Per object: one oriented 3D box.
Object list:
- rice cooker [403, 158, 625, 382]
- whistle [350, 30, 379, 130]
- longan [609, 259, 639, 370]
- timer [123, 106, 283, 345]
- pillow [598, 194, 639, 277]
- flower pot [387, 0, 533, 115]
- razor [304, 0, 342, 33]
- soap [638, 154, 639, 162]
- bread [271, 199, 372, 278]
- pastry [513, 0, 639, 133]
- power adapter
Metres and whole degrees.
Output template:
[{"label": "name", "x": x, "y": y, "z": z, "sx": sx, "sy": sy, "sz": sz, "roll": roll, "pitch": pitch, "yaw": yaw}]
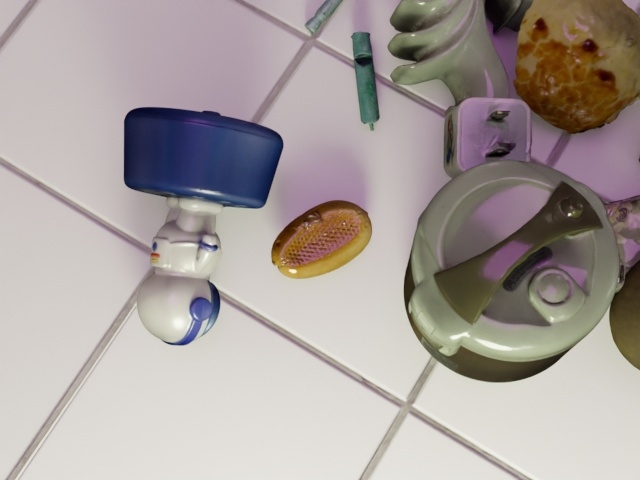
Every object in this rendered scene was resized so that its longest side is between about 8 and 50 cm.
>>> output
[{"label": "rice cooker", "x": 0.287, "y": 0.052, "z": 1.620, "sx": 0.335, "sy": 0.325, "sz": 0.335, "roll": 0, "pitch": 73, "yaw": 1}, {"label": "whistle", "x": 0.083, "y": -0.293, "z": 1.880, "sx": 0.039, "sy": 0.039, "sz": 0.186, "roll": -5, "pitch": 73, "yaw": 0}, {"label": "longan", "x": 0.572, "y": 0.113, "z": 1.661, "sx": 0.196, "sy": 0.196, "sz": 0.220, "roll": 29, "pitch": 99, "yaw": 9}, {"label": "timer", "x": -0.220, "y": -0.015, "z": 1.719, "sx": 0.270, "sy": 0.270, "sz": 0.384, "roll": 9, "pitch": 89, "yaw": 4}, {"label": "pillow", "x": 0.610, "y": -0.032, "z": 1.780, "sx": 0.255, "sy": 0.059, "sz": 0.169, "roll": -15, "pitch": 74, "yaw": -2}, {"label": "flower pot", "x": 0.269, "y": -0.407, "z": 1.846, "sx": 0.254, "sy": 0.164, "sz": 0.367, "roll": 29, "pitch": 80, "yaw": -4}, {"label": "razor", "x": 0.052, "y": -0.485, "z": 1.922, "sx": 0.068, "sy": 0.106, "sz": 0.232, "roll": 41, "pitch": 87, "yaw": 12}, {"label": "soap", "x": 0.631, "y": -0.267, "z": 1.776, "sx": 0.081, "sy": 0.181, "sz": 0.259, "roll": 14, "pitch": 78, "yaw": 5}, {"label": "bread", "x": 0.000, "y": 0.000, "z": 1.774, "sx": 0.189, "sy": 0.077, "sz": 0.114, "roll": -27, "pitch": 94, "yaw": -8}, {"label": "pastry", "x": 0.471, "y": -0.318, "z": 1.771, "sx": 0.256, "sy": 0.170, "sz": 0.237, "roll": 39, "pitch": 75, "yaw": -32}, {"label": "power adapter", "x": 0.279, "y": -0.168, "z": 1.679, "sx": 0.125, "sy": 0.205, "sz": 0.130, "roll": 2, "pitch": 89, "yaw": -2}]
